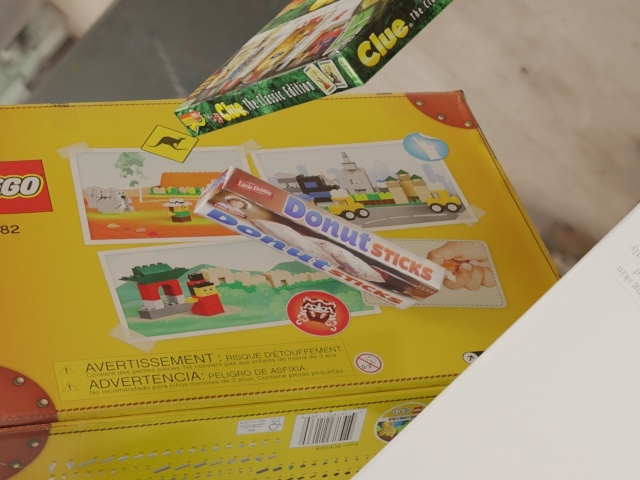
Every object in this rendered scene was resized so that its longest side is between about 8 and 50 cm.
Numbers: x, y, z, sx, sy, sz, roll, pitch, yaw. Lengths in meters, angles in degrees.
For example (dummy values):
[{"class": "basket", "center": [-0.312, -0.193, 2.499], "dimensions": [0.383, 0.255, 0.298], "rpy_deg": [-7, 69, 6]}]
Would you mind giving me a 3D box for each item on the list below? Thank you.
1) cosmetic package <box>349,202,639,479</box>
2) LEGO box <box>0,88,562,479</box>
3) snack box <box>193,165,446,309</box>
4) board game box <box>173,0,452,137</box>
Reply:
[{"class": "cosmetic package", "center": [0.207, 0.134, 1.014], "dimensions": [0.156, 0.385, 0.217], "rpy_deg": [-17, -114, -49]}, {"class": "LEGO box", "center": [-0.068, 0.061, 1.314], "dimensions": [0.372, 0.500, 0.193], "rpy_deg": [-111, 25, -45]}, {"class": "snack box", "center": [0.000, 0.000, 1.137], "dimensions": [0.178, 0.022, 0.064], "rpy_deg": [25, 156, -15]}, {"class": "board game box", "center": [0.004, -0.132, 1.010], "dimensions": [0.030, 0.136, 0.259], "rpy_deg": [53, 157, -14]}]
